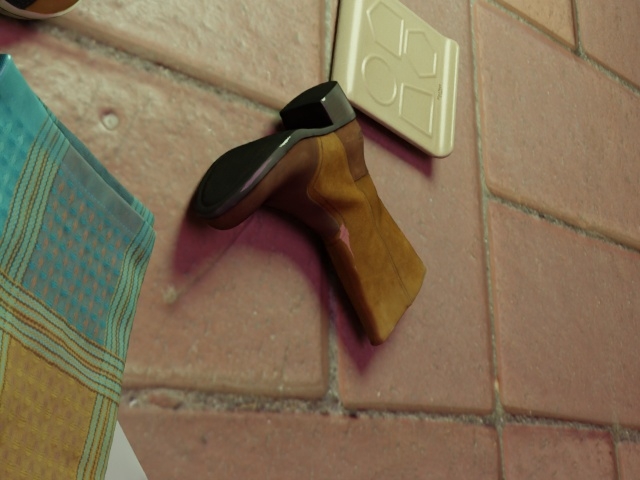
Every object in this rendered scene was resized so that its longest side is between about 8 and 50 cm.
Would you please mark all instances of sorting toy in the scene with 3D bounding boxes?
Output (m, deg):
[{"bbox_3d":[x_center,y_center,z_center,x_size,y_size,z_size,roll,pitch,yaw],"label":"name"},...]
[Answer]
[{"bbox_3d":[0.099,-0.226,1.212,0.208,0.038,0.193,23,62,-35],"label":"sorting toy"}]

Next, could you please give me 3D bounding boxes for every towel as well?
[{"bbox_3d":[-0.201,0.089,0.622,0.271,0.040,0.370,61,30,-59],"label":"towel"}]

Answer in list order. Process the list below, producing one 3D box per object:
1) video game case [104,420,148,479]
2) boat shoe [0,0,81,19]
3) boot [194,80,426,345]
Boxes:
[{"bbox_3d":[-0.288,0.152,0.674,0.269,0.061,0.244,-35,103,-46],"label":"video game case"},{"bbox_3d":[-0.351,-0.381,0.698,0.500,0.156,0.187,43,53,-28],"label":"boat shoe"},{"bbox_3d":[0.000,0.000,1.026,0.281,0.096,0.264,64,35,-21],"label":"boot"}]
